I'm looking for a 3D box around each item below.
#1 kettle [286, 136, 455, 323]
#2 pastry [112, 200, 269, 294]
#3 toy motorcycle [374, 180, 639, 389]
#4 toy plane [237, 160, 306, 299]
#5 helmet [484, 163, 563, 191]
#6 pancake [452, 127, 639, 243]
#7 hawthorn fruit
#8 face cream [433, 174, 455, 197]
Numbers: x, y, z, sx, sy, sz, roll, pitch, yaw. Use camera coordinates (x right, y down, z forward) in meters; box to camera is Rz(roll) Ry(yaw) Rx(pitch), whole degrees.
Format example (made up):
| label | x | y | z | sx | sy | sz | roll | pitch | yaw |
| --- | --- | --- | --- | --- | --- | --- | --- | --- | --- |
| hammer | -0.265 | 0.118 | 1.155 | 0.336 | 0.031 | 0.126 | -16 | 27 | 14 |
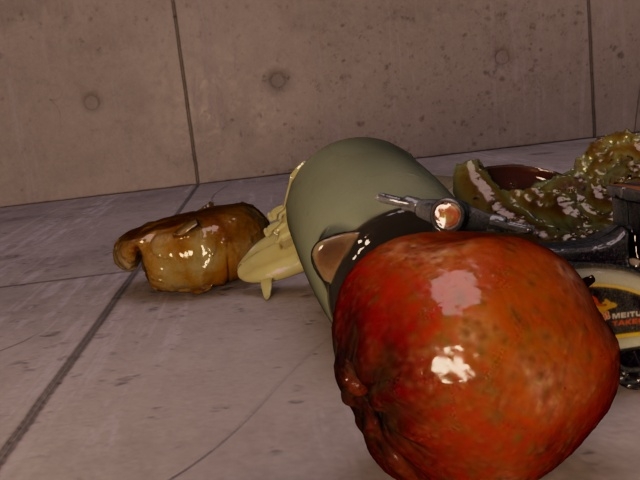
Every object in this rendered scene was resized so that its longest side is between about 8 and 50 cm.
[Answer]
| label | x | y | z | sx | sy | sz | roll | pitch | yaw |
| --- | --- | --- | --- | --- | --- | --- | --- | --- | --- |
| kettle | 0.086 | 0.012 | 0.749 | 0.240 | 0.165 | 0.255 | 22 | 12 | -15 |
| pastry | -0.168 | 0.008 | 1.075 | 0.228 | 0.100 | 0.218 | -19 | 12 | -33 |
| toy motorcycle | 0.155 | 0.035 | 0.576 | 0.262 | 0.157 | 0.091 | -6 | 9 | -5 |
| toy plane | 0.000 | 0.000 | 0.936 | 0.244 | 0.229 | 0.092 | -29 | 46 | 18 |
| helmet | 0.286 | -0.031 | 0.994 | 0.175 | 0.106 | 0.155 | 7 | -1 | 7 |
| pancake | 0.290 | -0.039 | 0.822 | 0.376 | 0.197 | 0.054 | 9 | -22 | 43 |
| hawthorn fruit | 0.101 | 0.062 | 0.458 | 0.193 | 0.157 | 0.157 | -19 | 15 | -32 |
| face cream | 0.203 | -0.067 | 1.301 | 0.173 | 0.081 | 0.348 | -12 | 12 | -31 |
